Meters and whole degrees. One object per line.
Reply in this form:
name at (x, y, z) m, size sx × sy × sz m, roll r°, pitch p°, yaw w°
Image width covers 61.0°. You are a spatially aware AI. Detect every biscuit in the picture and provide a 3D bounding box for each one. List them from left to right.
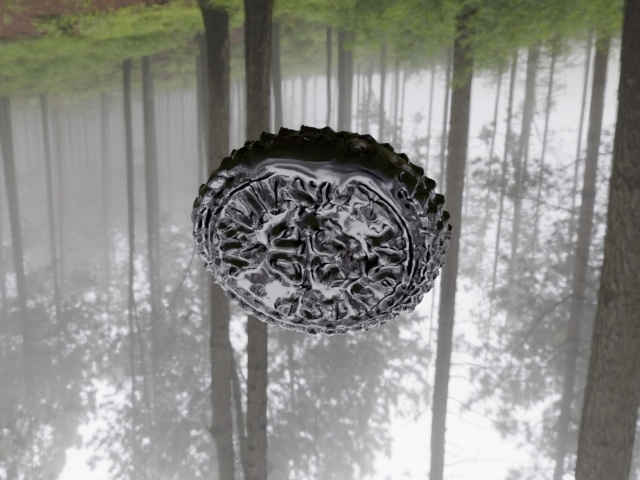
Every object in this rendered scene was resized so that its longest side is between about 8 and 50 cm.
biscuit at (0.000, 0.000, 0.406) m, size 0.195 × 0.194 × 0.053 m, roll 3°, pitch -140°, yaw 9°
